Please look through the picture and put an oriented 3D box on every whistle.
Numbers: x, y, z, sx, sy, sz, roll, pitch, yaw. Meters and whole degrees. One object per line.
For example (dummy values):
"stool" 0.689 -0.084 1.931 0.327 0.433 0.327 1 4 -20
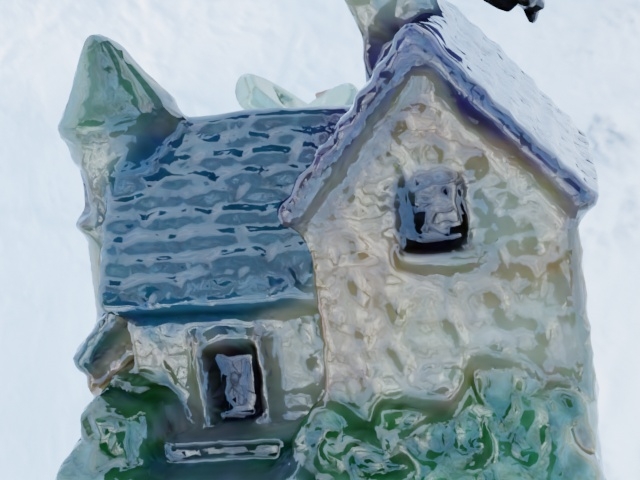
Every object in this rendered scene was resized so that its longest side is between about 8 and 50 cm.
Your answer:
"whistle" 0.024 -0.073 1.138 0.253 0.102 0.105 31 86 -36

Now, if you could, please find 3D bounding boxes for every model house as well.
"model house" 0.000 0.000 0.736 0.312 0.245 0.280 -3 103 14

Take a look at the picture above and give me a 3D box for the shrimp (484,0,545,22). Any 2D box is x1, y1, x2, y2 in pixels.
"shrimp" 0.008 -0.262 0.763 0.233 0.365 0.071 13 129 -45
